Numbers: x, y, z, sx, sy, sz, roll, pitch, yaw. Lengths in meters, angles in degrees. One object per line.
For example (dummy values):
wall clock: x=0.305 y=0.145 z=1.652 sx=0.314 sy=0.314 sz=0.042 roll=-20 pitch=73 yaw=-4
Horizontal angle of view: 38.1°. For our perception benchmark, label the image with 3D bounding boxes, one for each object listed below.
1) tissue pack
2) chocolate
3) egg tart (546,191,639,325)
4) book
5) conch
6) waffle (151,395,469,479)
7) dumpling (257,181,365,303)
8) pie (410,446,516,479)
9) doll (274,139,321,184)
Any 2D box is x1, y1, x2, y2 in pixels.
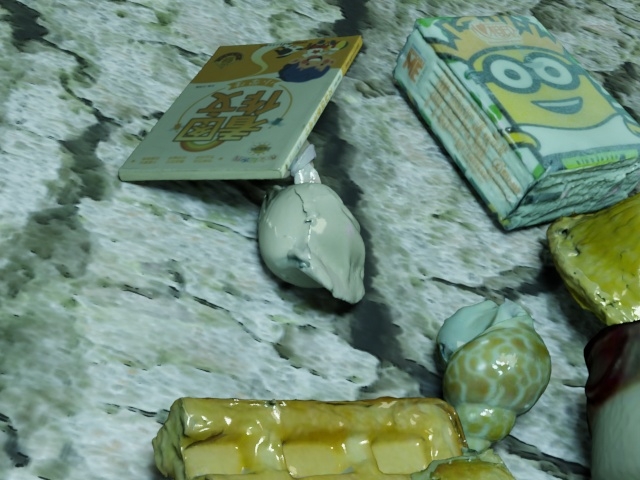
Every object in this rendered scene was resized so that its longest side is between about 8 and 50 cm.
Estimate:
tissue pack: x=0.271 y=-0.172 z=1.258 sx=0.228 sy=0.128 sz=0.311 roll=-10 pitch=54 yaw=-32
chocolate: x=0.371 y=0.211 z=0.879 sx=0.283 sy=0.283 sz=0.186 roll=21 pitch=66 yaw=-2
egg tart: x=0.433 y=0.037 z=1.079 sx=0.345 sy=0.132 sz=0.345 roll=15 pitch=30 yaw=-9
book: x=-0.087 y=-0.162 z=1.110 sx=0.208 sy=0.020 sz=0.295 roll=1 pitch=39 yaw=23
conch: x=0.180 y=0.133 z=0.961 sx=0.116 sy=0.106 sz=0.173 roll=-6 pitch=30 yaw=-1
waffle: x=0.038 y=0.284 z=0.755 sx=0.304 sy=0.077 sz=0.348 roll=8 pitch=45 yaw=-29
dumpling: x=0.000 y=0.000 z=1.017 sx=0.127 sy=0.108 sz=0.188 roll=22 pitch=22 yaw=-35
pie: x=0.172 y=0.283 z=0.742 sx=0.128 sy=0.068 sz=0.282 roll=1 pitch=43 yaw=-39
doll: x=-0.043 y=-0.112 z=1.108 sx=0.127 sy=0.084 sz=0.073 roll=41 pitch=34 yaw=26
